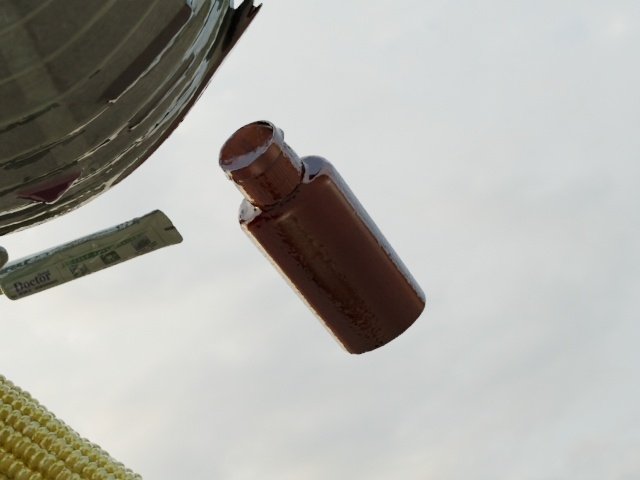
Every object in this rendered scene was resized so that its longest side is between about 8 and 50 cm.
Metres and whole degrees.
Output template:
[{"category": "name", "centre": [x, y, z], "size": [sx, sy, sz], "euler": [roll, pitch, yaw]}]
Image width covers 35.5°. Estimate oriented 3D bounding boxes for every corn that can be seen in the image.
[{"category": "corn", "centre": [-0.173, 0.162, 0.648], "size": [0.081, 0.248, 0.081], "euler": [-54, -8, -12]}]

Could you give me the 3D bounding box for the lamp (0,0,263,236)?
[{"category": "lamp", "centre": [-0.154, -0.121, 0.432], "size": [0.265, 0.233, 0.233], "euler": [-37, -33, -9]}]

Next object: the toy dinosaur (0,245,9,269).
[{"category": "toy dinosaur", "centre": [-0.311, 0.034, 0.736], "size": [0.075, 0.188, 0.247], "euler": [26, -59, 5]}]

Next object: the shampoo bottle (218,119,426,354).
[{"category": "shampoo bottle", "centre": [0.000, 0.000, 0.919], "size": [0.102, 0.064, 0.260], "euler": [-34, -52, 6]}]

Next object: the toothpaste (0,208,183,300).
[{"category": "toothpaste", "centre": [-0.253, 0.019, 1.041], "size": [0.218, 0.041, 0.064], "euler": [-19, -36, 6]}]
